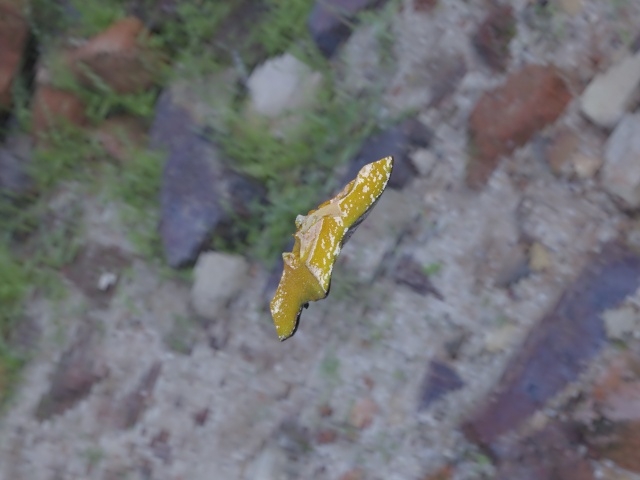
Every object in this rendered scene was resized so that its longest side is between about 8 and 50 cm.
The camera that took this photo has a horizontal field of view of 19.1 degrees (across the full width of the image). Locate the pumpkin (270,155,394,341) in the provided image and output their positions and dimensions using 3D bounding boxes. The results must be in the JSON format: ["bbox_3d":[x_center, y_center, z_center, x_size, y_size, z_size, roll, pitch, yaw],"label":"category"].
[{"bbox_3d":[0.000,-0.001,1.042,0.101,0.035,0.073,-63,4,-27],"label":"pumpkin"}]
